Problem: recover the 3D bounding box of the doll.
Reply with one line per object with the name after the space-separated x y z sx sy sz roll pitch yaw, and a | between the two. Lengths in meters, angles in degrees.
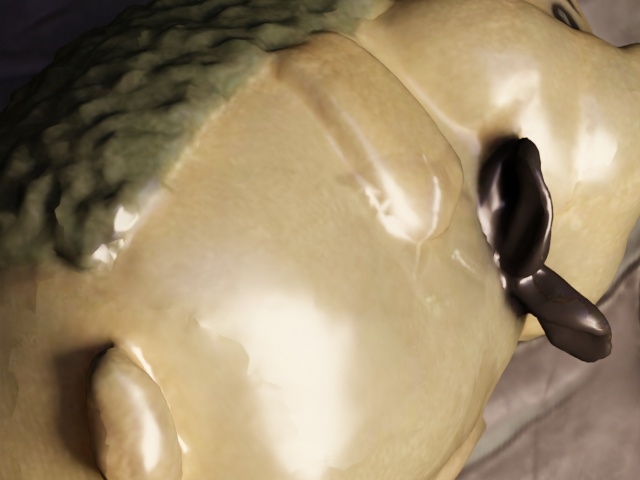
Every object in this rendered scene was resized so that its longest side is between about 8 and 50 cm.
0.000 0.000 0.685 0.247 0.247 0.349 48 49 -9 | doll
